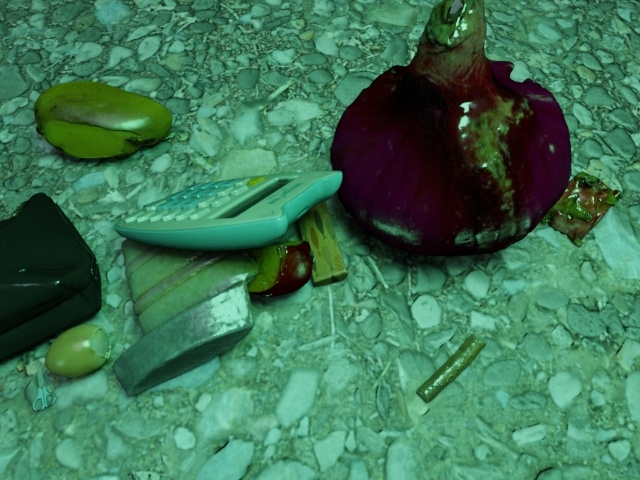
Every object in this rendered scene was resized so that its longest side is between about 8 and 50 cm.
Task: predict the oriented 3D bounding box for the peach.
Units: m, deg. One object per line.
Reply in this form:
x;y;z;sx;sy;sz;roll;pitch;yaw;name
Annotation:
-0.093;0.049;0.697;0.173;0.127;0.092;-8;95;7;peach

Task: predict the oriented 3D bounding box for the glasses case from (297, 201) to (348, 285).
0.000;0.000;0.767;0.065;0.041;0.169;-18;65;3;glasses case

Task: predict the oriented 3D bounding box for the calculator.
-0.170;-0.058;0.682;0.387;0.054;0.256;4;29;29;calculator

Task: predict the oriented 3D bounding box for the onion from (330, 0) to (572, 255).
0.202;-0.174;0.646;0.399;0.420;0.397;-4;68;9;onion

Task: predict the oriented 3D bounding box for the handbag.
-0.567;0.059;0.682;0.343;0.152;0.288;-27;55;-14;handbag

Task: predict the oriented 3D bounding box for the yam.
0.221;0.212;0.669;0.145;0.032;0.032;-37;70;-16;yam

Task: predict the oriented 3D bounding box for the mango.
-0.451;-0.253;0.841;0.262;0.130;0.167;8;59;-3;mango

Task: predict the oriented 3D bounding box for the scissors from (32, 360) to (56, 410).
-0.460;0.237;0.661;0.036;0.006;0.083;-24;66;-10;scissors

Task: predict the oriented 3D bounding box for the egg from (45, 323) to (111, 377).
-0.394;0.180;0.650;0.097;0.080;0.080;-17;65;-1;egg

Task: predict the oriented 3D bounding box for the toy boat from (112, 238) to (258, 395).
-0.232;0.085;0.660;0.276;0.111;0.293;-17;69;16;toy boat

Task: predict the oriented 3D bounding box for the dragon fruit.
0.519;-0.078;0.781;0.102;0.096;0.147;42;72;15;dragon fruit
